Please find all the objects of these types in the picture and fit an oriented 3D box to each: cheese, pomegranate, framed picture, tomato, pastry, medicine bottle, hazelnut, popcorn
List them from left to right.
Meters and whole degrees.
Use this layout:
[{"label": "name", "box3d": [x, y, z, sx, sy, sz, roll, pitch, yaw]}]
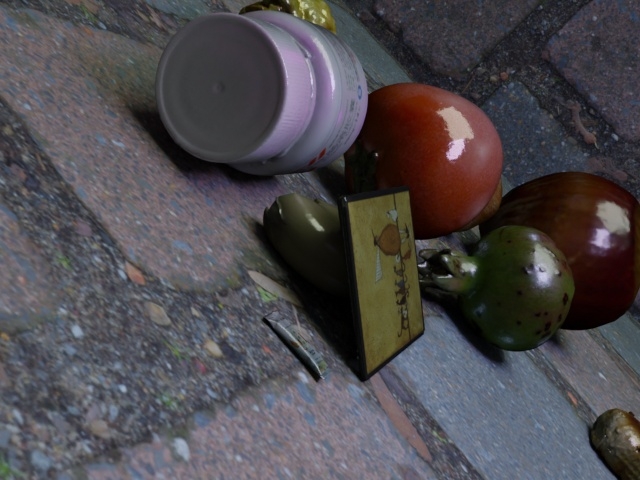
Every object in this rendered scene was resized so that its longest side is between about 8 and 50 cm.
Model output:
[{"label": "medicine bottle", "box3d": [-0.085, -0.227, 1.410, 0.256, 0.256, 0.325, 48, 18, 9]}, {"label": "popcorn", "box3d": [-0.073, -0.406, 1.870, 0.266, 0.233, 0.192, 65, 1, -57]}, {"label": "cheese", "box3d": [0.000, 0.000, 1.377, 0.202, 0.091, 0.175, 29, 23, -41]}, {"label": "framed picture", "box3d": [0.101, 0.049, 1.380, 0.339, 0.014, 0.255, -15, 98, -69]}, {"label": "tomato", "box3d": [0.201, -0.154, 1.777, 0.321, 0.321, 0.321, 40, 19, -17]}, {"label": "pomegranate", "box3d": [0.336, 0.101, 1.737, 0.306, 0.242, 0.242, -12, 51, -25]}, {"label": "hazelnut", "box3d": [0.602, 0.009, 2.204, 0.402, 0.402, 0.429, 43, 30, -6]}, {"label": "pastry", "box3d": [0.636, 0.426, 1.836, 0.192, 0.093, 0.182, 46, 16, 3]}]

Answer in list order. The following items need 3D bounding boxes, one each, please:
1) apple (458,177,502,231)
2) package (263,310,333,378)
[{"label": "apple", "box3d": [0.327, -0.124, 2.154, 0.211, 0.211, 0.188, 56, -1, 29]}, {"label": "package", "box3d": [-0.028, 0.132, 1.156, 0.110, 0.015, 0.037, 47, 24, 8]}]
